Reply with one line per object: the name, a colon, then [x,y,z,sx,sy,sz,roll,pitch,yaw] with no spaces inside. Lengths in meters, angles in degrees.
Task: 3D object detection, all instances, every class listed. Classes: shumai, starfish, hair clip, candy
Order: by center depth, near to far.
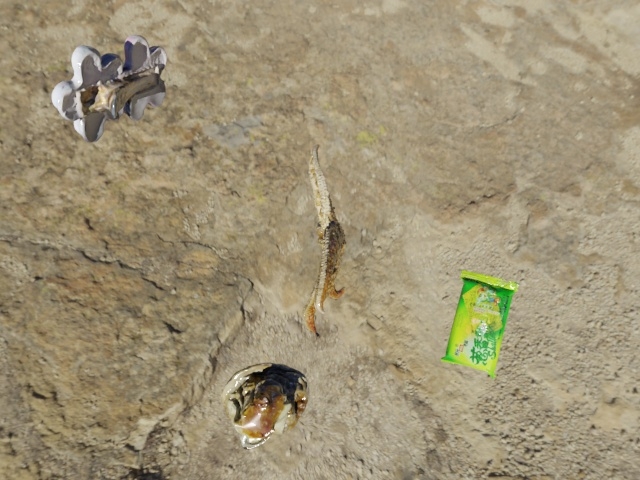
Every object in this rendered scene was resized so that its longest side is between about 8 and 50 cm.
starfish: [0.008,0.001,0.514,0.056,0.213,0.238,2,101,2]
shumai: [-0.093,0.271,0.651,0.145,0.116,0.146,-2,109,-6]
hair clip: [-0.328,-0.256,0.679,0.075,0.146,0.257,11,36,2]
candy: [0.287,0.151,0.747,0.102,0.032,0.179,14,88,29]
